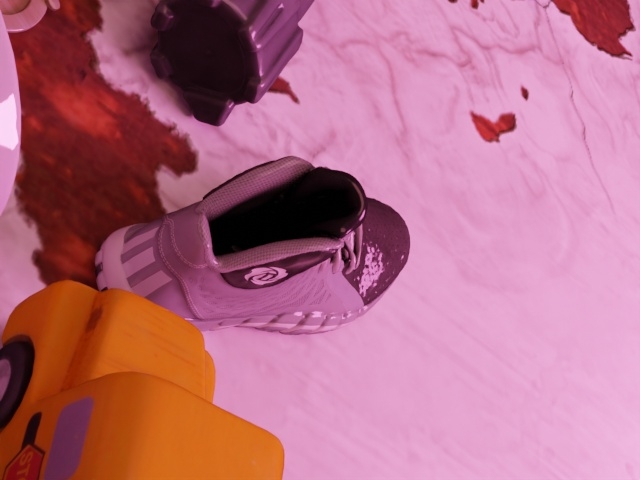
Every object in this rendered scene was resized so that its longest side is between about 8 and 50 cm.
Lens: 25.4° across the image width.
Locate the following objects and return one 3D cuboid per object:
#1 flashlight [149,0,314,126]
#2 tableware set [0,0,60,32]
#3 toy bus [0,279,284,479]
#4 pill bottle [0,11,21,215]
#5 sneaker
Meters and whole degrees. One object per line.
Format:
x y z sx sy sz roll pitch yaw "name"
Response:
-0.011 -0.209 0.908 0.103 0.103 0.304 46 45 -16 "flashlight"
-0.167 -0.194 0.817 0.169 0.020 0.141 -27 88 -46 "tableware set"
-0.099 0.173 0.605 0.108 0.130 0.332 32 51 -32 "toy bus"
-0.268 -0.025 0.431 0.334 0.188 0.188 -18 82 -46 "pill bottle"
0.000 0.000 0.788 0.229 0.132 0.086 -11 77 -45 "sneaker"
